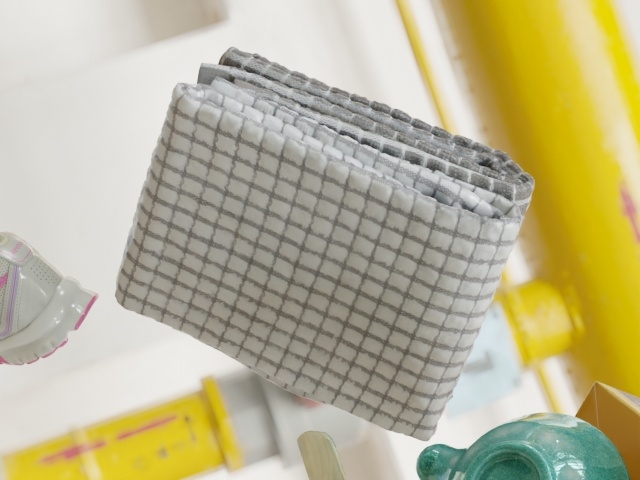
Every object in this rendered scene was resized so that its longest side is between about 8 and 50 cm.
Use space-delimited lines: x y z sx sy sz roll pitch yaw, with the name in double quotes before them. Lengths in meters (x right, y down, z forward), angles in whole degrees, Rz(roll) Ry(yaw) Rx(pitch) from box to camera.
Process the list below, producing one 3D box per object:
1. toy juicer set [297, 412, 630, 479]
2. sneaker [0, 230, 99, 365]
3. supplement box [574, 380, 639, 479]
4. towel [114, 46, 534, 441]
"toy juicer set" 0.138 0.210 1.133 0.089 0.329 0.209 38 47 -52
"sneaker" -0.311 0.064 1.453 0.111 0.252 0.103 55 25 -18
"supplement box" 0.281 0.220 1.219 0.194 0.129 0.191 22 11 -37
"towel" 0.000 0.000 1.336 0.121 0.284 0.235 -60 171 -52
